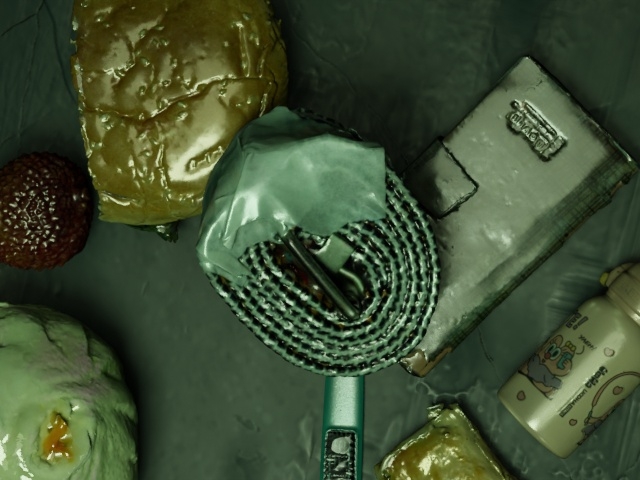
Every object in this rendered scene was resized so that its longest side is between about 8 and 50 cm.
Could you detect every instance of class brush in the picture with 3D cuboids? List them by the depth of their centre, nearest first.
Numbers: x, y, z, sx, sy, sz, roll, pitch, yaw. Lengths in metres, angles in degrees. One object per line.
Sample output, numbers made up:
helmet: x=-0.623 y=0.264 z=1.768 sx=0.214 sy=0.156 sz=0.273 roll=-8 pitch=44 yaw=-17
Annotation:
brush: x=0.022 y=0.183 z=1.806 sx=0.043 sy=0.032 sz=0.193 roll=3 pitch=92 yaw=8

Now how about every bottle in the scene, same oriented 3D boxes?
bottle: x=0.276 y=0.108 z=1.743 sx=0.209 sy=0.097 sz=0.110 roll=-47 pitch=42 yaw=4

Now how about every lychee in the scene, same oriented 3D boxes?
lychee: x=-0.293 y=-0.027 z=1.803 sx=0.129 sy=0.123 sz=0.123 roll=-31 pitch=86 yaw=6

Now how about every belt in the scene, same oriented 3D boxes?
belt: x=0.000 y=0.000 z=1.682 sx=0.207 sy=0.150 sz=0.257 roll=-38 pitch=106 yaw=4

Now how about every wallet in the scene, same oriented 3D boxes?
wallet: x=0.155 y=-0.023 z=1.779 sx=0.317 sy=0.044 sz=0.169 roll=-44 pitch=88 yaw=8

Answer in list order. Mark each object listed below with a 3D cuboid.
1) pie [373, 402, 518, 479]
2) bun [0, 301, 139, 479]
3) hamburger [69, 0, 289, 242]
pie: x=0.168 y=0.299 z=1.771 sx=0.128 sy=0.068 sz=0.282 roll=-37 pitch=82 yaw=6
bun: x=-0.284 y=0.190 z=1.714 sx=0.187 sy=0.293 sz=0.293 roll=-23 pitch=87 yaw=46
hamburger: x=-0.133 y=-0.152 z=1.777 sx=0.211 sy=0.132 sz=0.309 roll=-1 pitch=89 yaw=10
